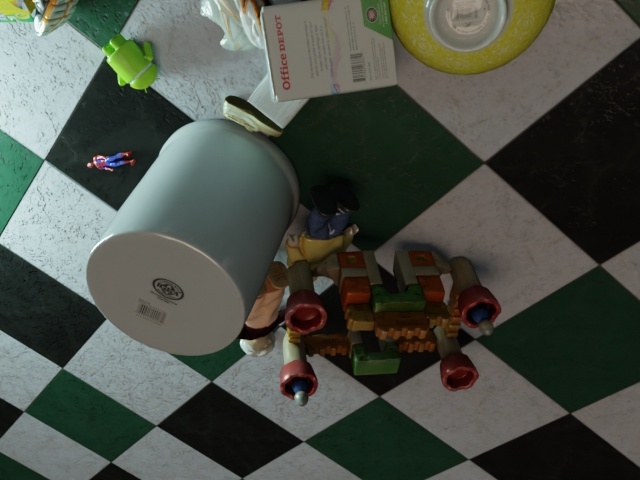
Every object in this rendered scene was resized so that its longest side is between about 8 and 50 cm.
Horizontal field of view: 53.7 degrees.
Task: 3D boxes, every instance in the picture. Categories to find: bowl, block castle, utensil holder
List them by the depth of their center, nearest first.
[{"bbox_3d":[0.235,-0.384,1.008,0.289,0.156,0.289,7,128,9],"label":"bowl"},{"bbox_3d":[-0.240,-0.013,1.270,0.327,0.385,0.327,7,128,9],"label":"utensil holder"},{"bbox_3d":[0.140,0.204,1.377,0.453,0.213,0.303,0,128,-9],"label":"block castle"}]

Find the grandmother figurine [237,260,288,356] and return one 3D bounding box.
[{"bbox_3d":[-0.143,0.182,1.555,0.208,0.104,0.342,-11,146,-20],"label":"grandmother figurine"}]

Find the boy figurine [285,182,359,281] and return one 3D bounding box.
[{"bbox_3d":[0.000,0.000,1.392,0.177,0.092,0.285,-13,149,-26],"label":"boy figurine"}]

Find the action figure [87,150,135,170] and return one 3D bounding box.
[{"bbox_3d":[-0.478,-0.178,1.433,0.115,0.030,0.038,-5,131,20],"label":"action figure"}]

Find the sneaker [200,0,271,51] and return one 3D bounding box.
[{"bbox_3d":[-0.174,-0.447,1.105,0.121,0.099,0.262,-6,124,24],"label":"sneaker"}]

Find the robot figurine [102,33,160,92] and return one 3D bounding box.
[{"bbox_3d":[-0.371,-0.348,1.247,0.101,0.067,0.115,-32,114,27],"label":"robot figurine"}]

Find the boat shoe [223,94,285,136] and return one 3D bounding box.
[{"bbox_3d":[-0.136,-0.245,1.283,0.135,0.050,0.045,30,132,3],"label":"boat shoe"}]

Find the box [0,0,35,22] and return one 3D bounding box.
[{"bbox_3d":[-0.611,-0.493,1.190,0.105,0.043,0.179,4,142,9],"label":"box"}]

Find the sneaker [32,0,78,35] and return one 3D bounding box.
[{"bbox_3d":[-0.498,-0.482,1.172,0.083,0.084,0.215,30,119,-5],"label":"sneaker"}]

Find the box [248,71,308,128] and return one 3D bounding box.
[{"bbox_3d":[-0.065,-0.289,1.192,0.087,0.101,0.102,38,127,-15],"label":"box"}]

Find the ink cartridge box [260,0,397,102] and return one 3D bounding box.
[{"bbox_3d":[0.011,-0.326,1.078,0.212,0.093,0.154,-10,102,-7],"label":"ink cartridge box"}]
